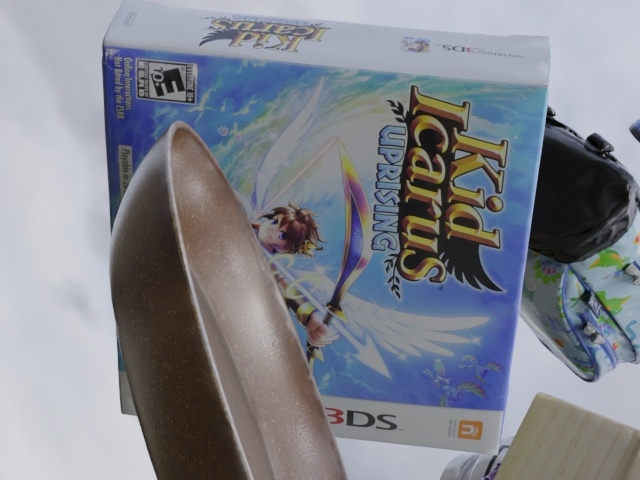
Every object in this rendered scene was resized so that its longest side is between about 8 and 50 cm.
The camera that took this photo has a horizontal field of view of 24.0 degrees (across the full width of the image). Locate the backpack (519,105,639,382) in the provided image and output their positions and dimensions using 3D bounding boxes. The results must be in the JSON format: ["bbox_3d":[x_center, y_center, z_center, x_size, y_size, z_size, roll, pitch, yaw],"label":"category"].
[{"bbox_3d":[0.332,0.018,1.939,0.355,0.273,0.290,28,6,-45],"label":"backpack"}]

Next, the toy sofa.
[{"bbox_3d":[0.256,0.271,1.200,0.177,0.150,0.362,21,-17,31],"label":"toy sofa"}]

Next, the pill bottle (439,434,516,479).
[{"bbox_3d":[0.306,0.336,1.864,0.323,0.181,0.182,-2,-63,44],"label":"pill bottle"}]

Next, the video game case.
[{"bbox_3d":[0.000,0.000,0.894,0.061,0.244,0.270,-79,173,-54],"label":"video game case"}]

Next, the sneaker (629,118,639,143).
[{"bbox_3d":[0.381,-0.121,1.614,0.059,0.144,0.053,-48,-115,32],"label":"sneaker"}]

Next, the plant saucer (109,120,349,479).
[{"bbox_3d":[-0.034,0.095,0.735,0.310,0.050,0.311,-21,90,-86],"label":"plant saucer"}]

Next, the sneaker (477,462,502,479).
[{"bbox_3d":[0.155,0.238,1.401,0.071,0.170,0.068,77,-14,-48],"label":"sneaker"}]
